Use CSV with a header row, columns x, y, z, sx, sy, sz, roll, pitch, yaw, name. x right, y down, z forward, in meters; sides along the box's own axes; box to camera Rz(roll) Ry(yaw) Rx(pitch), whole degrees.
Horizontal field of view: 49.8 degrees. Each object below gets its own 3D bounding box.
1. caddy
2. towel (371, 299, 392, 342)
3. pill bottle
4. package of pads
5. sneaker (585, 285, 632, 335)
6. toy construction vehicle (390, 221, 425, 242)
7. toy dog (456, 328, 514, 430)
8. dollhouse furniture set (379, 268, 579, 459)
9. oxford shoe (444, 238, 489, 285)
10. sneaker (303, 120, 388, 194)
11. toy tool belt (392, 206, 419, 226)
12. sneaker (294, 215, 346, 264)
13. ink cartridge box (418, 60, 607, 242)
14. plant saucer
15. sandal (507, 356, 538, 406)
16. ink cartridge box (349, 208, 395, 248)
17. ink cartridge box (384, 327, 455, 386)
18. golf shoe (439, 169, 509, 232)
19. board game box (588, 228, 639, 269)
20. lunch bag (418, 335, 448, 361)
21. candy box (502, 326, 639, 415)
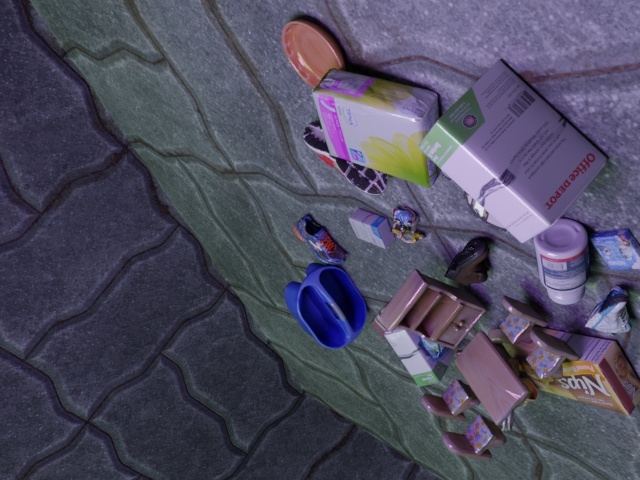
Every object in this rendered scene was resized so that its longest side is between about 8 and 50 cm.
x,y,z,sx,sy,sz,roll,pitch,yaw,name
0.027,0.242,2.559,0.179,0.241,0.341,18,147,58,caddy
0.309,0.331,2.483,0.237,0.037,0.329,44,157,8,towel
0.520,0.050,1.477,0.108,0.108,0.180,26,152,40,pill bottle
0.135,-0.265,1.585,0.296,0.101,0.229,22,151,29,package of pads
0.651,0.161,1.510,0.083,0.071,0.191,31,164,17,sneaker
0.237,-0.018,1.925,0.098,0.035,0.086,27,-170,26,toy construction vehicle
0.497,0.388,2.040,0.161,0.220,0.334,7,132,25,toy dog
0.366,0.282,1.770,0.256,0.362,0.394,21,-156,-32,dollhouse furniture set
0.400,0.059,1.775,0.096,0.083,0.227,30,162,5,oxford shoe
0.076,-0.221,1.858,0.279,0.107,0.118,43,177,16,sneaker
0.224,-0.066,1.883,0.083,0.051,0.052,30,117,30,toy tool belt
0.000,0.000,2.391,0.221,0.083,0.087,39,150,7,sneaker
0.353,-0.162,1.273,0.273,0.198,0.115,44,159,4,ink cartridge box
-0.010,-0.445,1.652,0.200,0.037,0.200,39,158,19,plant saucer
0.551,0.410,1.876,0.079,0.088,0.240,16,145,33,sandal
0.154,-0.037,2.071,0.122,0.052,0.088,22,148,44,ink cartridge box
0.324,0.334,2.236,0.092,0.160,0.219,-23,107,41,ink cartridge box
0.355,-0.129,1.469,0.273,0.105,0.120,46,152,-3,golf shoe
0.603,0.020,1.389,0.090,0.020,0.090,49,159,-13,board game box
0.380,0.292,2.147,0.096,0.129,0.151,28,151,38,lunch bag
0.643,0.324,1.774,0.183,0.087,0.316,52,158,-21,candy box
